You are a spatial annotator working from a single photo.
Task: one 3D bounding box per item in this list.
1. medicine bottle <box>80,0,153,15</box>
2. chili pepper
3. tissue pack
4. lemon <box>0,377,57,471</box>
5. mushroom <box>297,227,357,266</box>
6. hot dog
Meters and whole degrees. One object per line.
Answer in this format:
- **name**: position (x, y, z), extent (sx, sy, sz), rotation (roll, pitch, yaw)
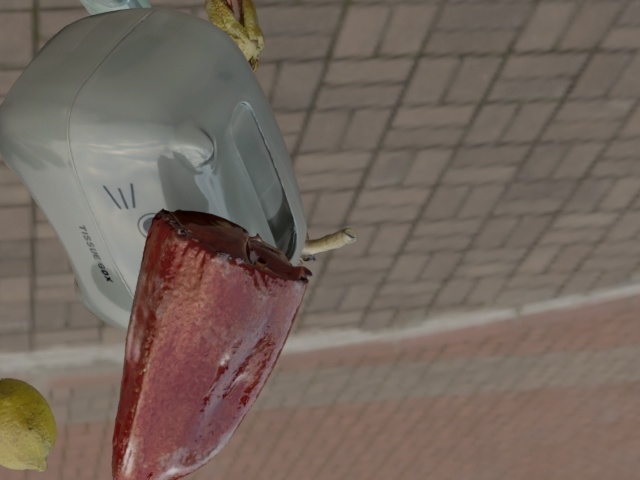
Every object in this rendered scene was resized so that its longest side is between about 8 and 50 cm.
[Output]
- **medicine bottle**: position (-0.244, -0.287, 1.595), extent (0.090, 0.053, 0.208), rotation (31, 171, 16)
- **chili pepper**: position (-0.107, 0.105, 1.208), extent (0.136, 0.252, 0.144), rotation (20, -173, 13)
- **tissue pack**: position (-0.146, -0.057, 1.396), extent (0.236, 0.229, 0.333), rotation (8, 137, 30)
- **lemon**: position (-0.322, 0.198, 1.481), extent (0.082, 0.110, 0.082), rotation (-30, -177, 2)
- **mushroom**: position (0.000, 0.000, 2.193), extent (0.060, 0.061, 0.187), rotation (-18, 179, -38)
- **hot dog**: position (-0.105, -0.261, 1.811), extent (0.061, 0.169, 0.078), rotation (5, -151, 32)
